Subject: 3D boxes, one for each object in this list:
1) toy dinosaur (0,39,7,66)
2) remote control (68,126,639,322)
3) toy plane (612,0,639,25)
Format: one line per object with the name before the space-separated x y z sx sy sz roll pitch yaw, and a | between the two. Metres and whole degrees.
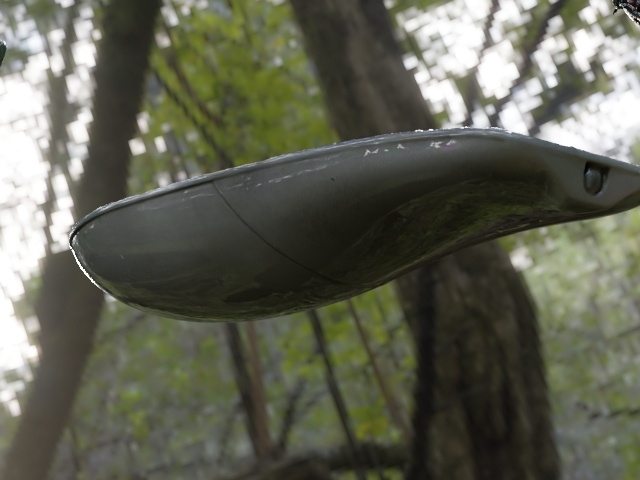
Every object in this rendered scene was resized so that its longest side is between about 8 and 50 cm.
toy dinosaur | -0.223 0.031 0.889 0.129 0.076 0.383 -10 -19 -18
remote control | 0.000 0.000 0.575 0.073 0.044 0.229 15 -16 -38
toy plane | 0.264 -0.185 1.493 0.060 0.145 0.037 0 -54 -19
